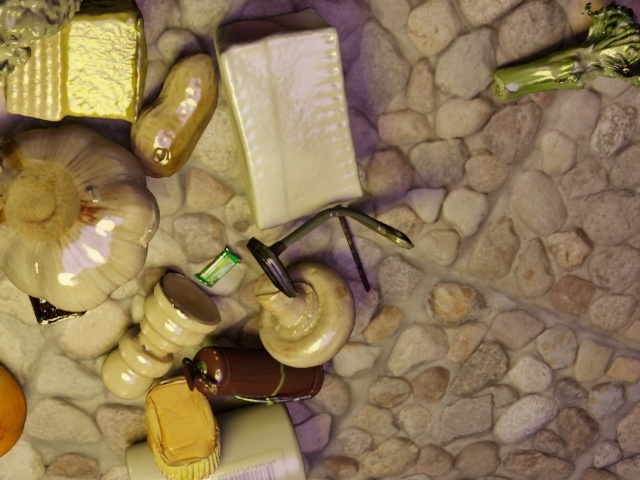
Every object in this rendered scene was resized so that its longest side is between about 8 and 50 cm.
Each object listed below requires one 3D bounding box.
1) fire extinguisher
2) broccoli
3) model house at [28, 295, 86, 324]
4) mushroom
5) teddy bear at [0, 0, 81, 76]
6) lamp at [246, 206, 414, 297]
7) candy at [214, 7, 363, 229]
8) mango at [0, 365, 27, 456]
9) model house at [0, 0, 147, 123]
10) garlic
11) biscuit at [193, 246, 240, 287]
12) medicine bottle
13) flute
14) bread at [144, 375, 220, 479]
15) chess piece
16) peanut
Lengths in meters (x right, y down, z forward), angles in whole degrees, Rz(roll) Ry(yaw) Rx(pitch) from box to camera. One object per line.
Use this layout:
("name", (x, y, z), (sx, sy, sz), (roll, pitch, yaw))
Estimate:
("fire extinguisher", (-0.136, 0.266, 1.989), (0.341, 0.141, 0.105), (9, 106, -45))
("broccoli", (0.472, -0.329, 1.921), (0.304, 0.165, 0.145), (-15, 154, 6))
("model house", (-0.451, 0.085, 1.845), (0.165, 0.152, 0.106), (-15, 127, -7))
("mushroom", (-0.028, 0.134, 1.966), (0.206, 0.206, 0.209), (-17, 154, -7))
("teddy bear", (-0.511, -0.402, 1.456), (0.367, 0.224, 0.358), (-11, 87, 19))
("lamp", (0.000, -0.007, 1.878), (0.283, 0.203, 0.125), (-22, 107, -17))
("candy", (-0.058, -0.213, 1.804), (0.208, 0.145, 0.359), (-17, 122, -9))
("mango", (-0.683, 0.269, 1.852), (0.350, 0.199, 0.201), (49, 56, -40))
("model house", (-0.403, -0.294, 1.633), (0.234, 0.175, 0.194), (-4, 119, -19))
("garlic", (-0.422, -0.042, 1.717), (0.321, 0.241, 0.322), (2, 107, 6))
("biscuit", (-0.198, 0.054, 1.982), (0.089, 0.016, 0.046), (-43, 120, 8))
("medicine bottle", (-0.212, 0.463, 2.089), (0.339, 0.208, 0.208), (-14, 121, -9))
("flute", (0.057, -0.004, 2.031), (0.014, 0.014, 0.270), (-23, 122, -4))
("bread", (-0.264, 0.367, 1.962), (0.132, 0.191, 0.114), (-11, 141, -15))
("chess piece", (-0.323, 0.196, 1.965), (0.142, 0.143, 0.261), (32, 112, -29))
("peanut", (-0.251, -0.215, 1.763), (0.120, 0.110, 0.236), (24, 107, -17))
